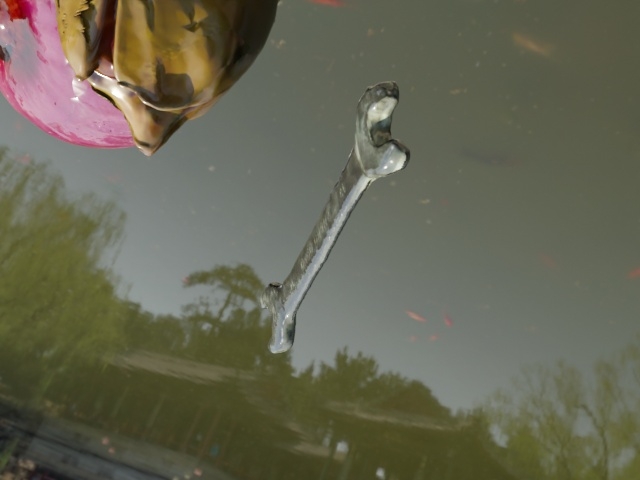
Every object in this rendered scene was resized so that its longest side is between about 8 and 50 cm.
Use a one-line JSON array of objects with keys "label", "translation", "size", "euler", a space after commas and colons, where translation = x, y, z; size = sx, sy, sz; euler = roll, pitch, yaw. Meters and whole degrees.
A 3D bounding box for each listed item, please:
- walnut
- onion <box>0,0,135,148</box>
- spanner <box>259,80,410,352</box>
[{"label": "walnut", "translation": [-0.085, -0.169, 0.390], "size": [0.137, 0.245, 0.137], "euler": [-3, 177, 0]}, {"label": "onion", "translation": [-0.282, -0.266, 0.830], "size": [0.358, 0.345, 0.358], "euler": [17, 140, 15]}, {"label": "spanner", "translation": [0.000, 0.000, 0.459], "size": [0.015, 0.054, 0.254], "euler": [-3, 147, -24]}]
